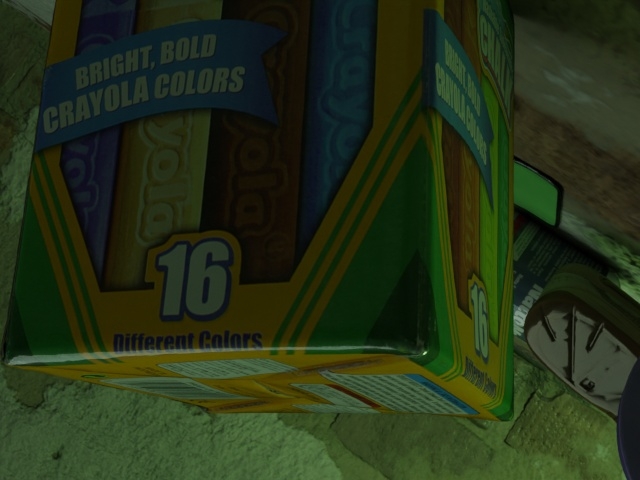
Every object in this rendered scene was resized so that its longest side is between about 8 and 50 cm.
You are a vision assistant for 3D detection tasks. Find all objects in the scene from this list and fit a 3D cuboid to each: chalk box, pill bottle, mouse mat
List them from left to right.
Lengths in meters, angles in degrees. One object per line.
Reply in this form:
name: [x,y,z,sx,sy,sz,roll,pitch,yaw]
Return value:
chalk box: [-0.007,-0.070,0.450,0.179,0.289,0.180,-3,163,22]
mouse mat: [0.138,-0.076,0.864,0.189,0.007,0.152,32,177,17]
pill bottle: [0.237,0.059,0.947,0.180,0.108,0.108,33,177,12]

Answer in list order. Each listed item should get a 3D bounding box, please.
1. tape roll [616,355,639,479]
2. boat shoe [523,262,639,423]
tape roll: [0.305,0.137,0.657,0.189,0.189,0.080,33,178,20]
boat shoe: [0.314,0.140,0.837,0.302,0.109,0.098,43,-140,3]
